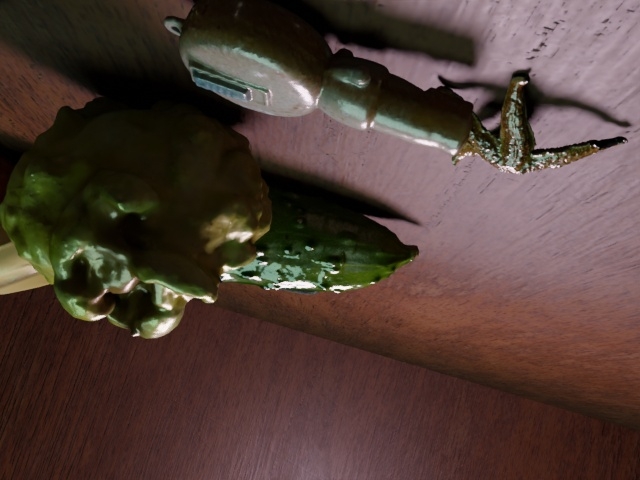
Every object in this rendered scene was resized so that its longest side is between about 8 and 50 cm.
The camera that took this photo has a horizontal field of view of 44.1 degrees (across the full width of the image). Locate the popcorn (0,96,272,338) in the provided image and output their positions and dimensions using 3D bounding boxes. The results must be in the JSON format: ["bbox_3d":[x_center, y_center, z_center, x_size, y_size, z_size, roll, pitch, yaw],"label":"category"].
[{"bbox_3d":[-0.177,-0.035,0.764,0.256,0.254,0.195,-9,147,-4],"label":"popcorn"}]

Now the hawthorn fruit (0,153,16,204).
[{"bbox_3d":[-0.531,-0.107,1.230,0.165,0.165,0.285,22,144,-28],"label":"hawthorn fruit"}]

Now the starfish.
[{"bbox_3d":[0.145,-0.069,0.556,0.131,0.041,0.133,14,168,21],"label":"starfish"}]

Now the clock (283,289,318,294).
[{"bbox_3d":[-0.122,0.031,1.418,0.281,0.055,0.280,16,168,3],"label":"clock"}]

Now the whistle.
[{"bbox_3d":[-0.005,-0.107,0.533,0.220,0.057,0.107,19,168,1],"label":"whistle"}]

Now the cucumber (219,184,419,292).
[{"bbox_3d":[0.000,0.003,0.960,0.245,0.134,0.134,7,169,-2],"label":"cucumber"}]

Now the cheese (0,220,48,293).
[{"bbox_3d":[-0.413,-0.001,1.266,0.316,0.128,0.259,-24,-177,-4],"label":"cheese"}]
